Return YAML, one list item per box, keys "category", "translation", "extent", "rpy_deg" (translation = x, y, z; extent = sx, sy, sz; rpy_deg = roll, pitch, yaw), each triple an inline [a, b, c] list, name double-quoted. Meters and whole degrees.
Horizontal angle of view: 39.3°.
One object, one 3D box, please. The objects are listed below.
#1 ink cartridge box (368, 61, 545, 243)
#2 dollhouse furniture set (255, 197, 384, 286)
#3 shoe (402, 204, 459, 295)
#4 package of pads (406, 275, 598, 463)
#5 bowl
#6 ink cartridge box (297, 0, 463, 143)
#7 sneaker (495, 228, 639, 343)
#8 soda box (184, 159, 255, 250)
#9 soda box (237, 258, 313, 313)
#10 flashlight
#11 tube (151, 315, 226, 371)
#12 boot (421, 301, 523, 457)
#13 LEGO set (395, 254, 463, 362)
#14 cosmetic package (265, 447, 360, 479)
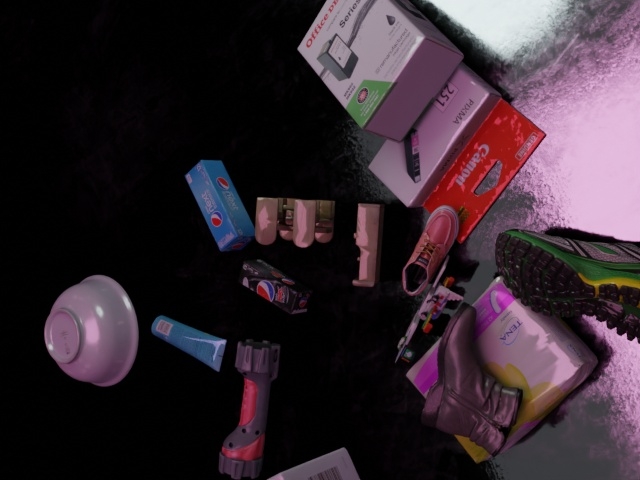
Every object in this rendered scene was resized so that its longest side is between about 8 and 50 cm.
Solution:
- category: "ink cartridge box"
  translation: [0.250, -0.169, 1.705]
  extent: [0.239, 0.060, 0.275]
  rpy_deg: [48, 118, 27]
- category: "dollhouse furniture set"
  translation: [0.000, 0.000, 1.811]
  extent: [0.242, 0.212, 0.161]
  rpy_deg: [4, 93, 10]
- category: "shoe"
  translation: [0.210, 0.022, 1.710]
  extent: [0.063, 0.081, 0.178]
  rpy_deg: [26, 118, 11]
- category: "package of pads"
  translation: [0.328, 0.236, 1.636]
  extent: [0.229, 0.101, 0.296]
  rpy_deg: [51, 120, 24]
- category: "bowl"
  translation: [-0.622, 0.241, 2.335]
  extent: [0.298, 0.134, 0.297]
  rpy_deg: [2, 92, 38]
- category: "ink cartridge box"
  translation: [0.105, -0.362, 1.726]
  extent: [0.211, 0.122, 0.289]
  rpy_deg: [-55, 47, 24]
- category: "sneaker"
  translation: [0.455, 0.060, 1.513]
  extent: [0.344, 0.146, 0.134]
  rpy_deg: [23, 133, 27]
- category: "soda box"
  translation: [-0.228, -0.081, 2.061]
  extent: [0.067, 0.071, 0.210]
  rpy_deg: [-38, 70, 33]
- category: "soda box"
  translation: [-0.101, 0.100, 1.979]
  extent: [0.169, 0.060, 0.053]
  rpy_deg: [28, 109, 33]
- category: "flashlight"
  translation: [-0.166, 0.377, 2.016]
  extent: [0.103, 0.103, 0.304]
  rpy_deg: [12, 100, 39]
- category: "tube"
  translation: [-0.315, 0.240, 2.159]
  extent: [0.207, 0.052, 0.080]
  rpy_deg: [21, 109, 29]
- category: "boot"
  translation: [0.284, 0.242, 1.574]
  extent: [0.161, 0.083, 0.246]
  rpy_deg: [17, 101, 24]
- category: "LEGO set"
  translation: [0.204, 0.142, 1.660]
  extent: [0.060, 0.244, 0.182]
  rpy_deg: [27, 109, 5]
- category: "cosmetic package"
  translation: [-0.133, 0.620, 1.922]
  extent: [0.453, 0.230, 0.161]
  rpy_deg: [-35, 72, 33]
